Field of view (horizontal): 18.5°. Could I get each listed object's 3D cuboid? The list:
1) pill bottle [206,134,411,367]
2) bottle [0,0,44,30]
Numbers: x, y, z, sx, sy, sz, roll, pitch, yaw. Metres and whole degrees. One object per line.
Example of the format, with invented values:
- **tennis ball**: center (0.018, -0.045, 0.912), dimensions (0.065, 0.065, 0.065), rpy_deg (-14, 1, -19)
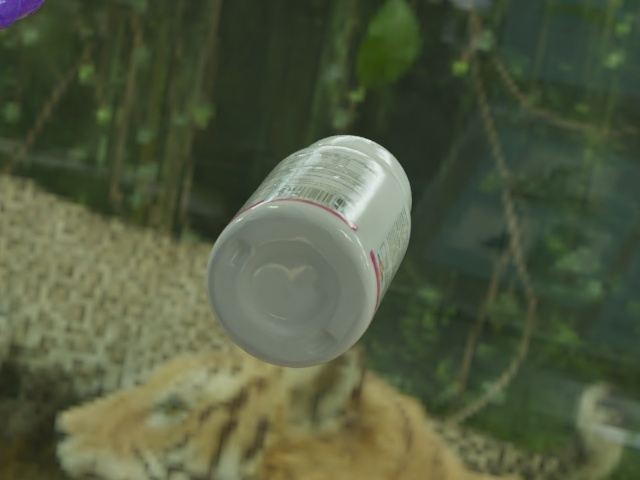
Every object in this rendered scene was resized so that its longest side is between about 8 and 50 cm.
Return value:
- **pill bottle**: center (0.000, 0.000, 1.897), dimensions (0.160, 0.160, 0.283), rpy_deg (12, 21, 9)
- **bottle**: center (-0.360, -0.314, 2.246), dimensions (0.118, 0.092, 0.283), rpy_deg (48, 34, -16)
